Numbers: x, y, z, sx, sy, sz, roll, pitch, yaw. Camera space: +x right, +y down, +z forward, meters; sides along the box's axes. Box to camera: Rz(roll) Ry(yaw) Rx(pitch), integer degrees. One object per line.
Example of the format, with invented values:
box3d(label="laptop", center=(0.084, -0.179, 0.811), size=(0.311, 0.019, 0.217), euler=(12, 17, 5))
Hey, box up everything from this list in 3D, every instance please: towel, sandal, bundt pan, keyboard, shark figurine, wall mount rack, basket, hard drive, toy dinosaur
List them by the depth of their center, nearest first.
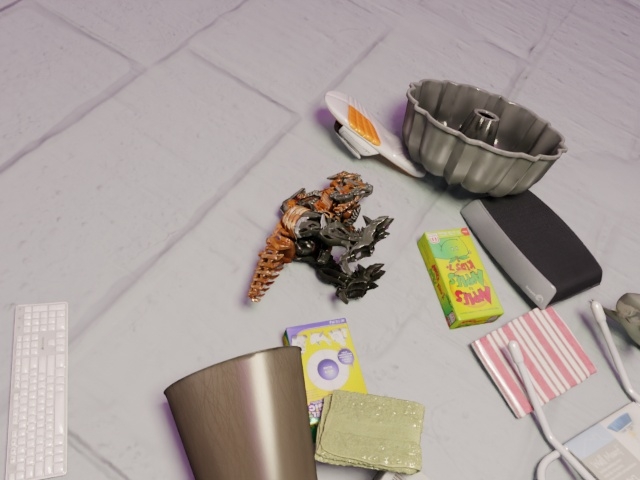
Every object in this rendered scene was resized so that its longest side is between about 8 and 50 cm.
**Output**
box3d(label="basket", center=(-0.090, 0.281, 0.701), size=(0.204, 0.154, 0.227), euler=(-23, 67, 12))
box3d(label="towel", center=(0.068, 0.263, 0.740), size=(0.148, 0.027, 0.110), euler=(2, 44, 14))
box3d(label="keyboard", center=(-0.399, 0.205, 0.760), size=(0.072, 0.014, 0.256), euler=(-6, 60, -16))
box3d(label="wall mount rack", center=(0.468, 0.269, 0.851), size=(0.350, 0.130, 0.304), euler=(-17, 43, -24))
box3d(label="shark figurine", center=(0.564, 0.109, 0.912), size=(0.116, 0.278, 0.166), euler=(-44, 57, 6))
box3d(label="towel", center=(0.371, 0.205, 0.930), size=(0.197, 0.029, 0.144), euler=(-20, 67, -23))
box3d(label="toy dinosaur", center=(0.000, 0.000, 0.933), size=(0.218, 0.164, 0.322), euler=(30, 74, 24))
box3d(label="hard drive", center=(0.411, 0.000, 1.038), size=(0.172, 0.054, 0.254), euler=(-17, 56, -23))
box3d(label="bundt pan", center=(0.310, -0.201, 1.081), size=(0.331, 0.124, 0.331), euler=(13, 36, -9))
box3d(label="sandal", center=(0.100, -0.198, 1.101), size=(0.265, 0.076, 0.102), euler=(36, 39, -13))

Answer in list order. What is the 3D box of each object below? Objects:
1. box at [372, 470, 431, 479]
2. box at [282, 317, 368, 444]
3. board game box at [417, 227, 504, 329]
box3d(label="box", center=(0.108, 0.370, 0.725), size=(0.102, 0.087, 0.101), euler=(37, 56, 11))
box3d(label="box", center=(0.011, 0.216, 0.830), size=(0.105, 0.043, 0.179), euler=(-8, 62, -17))
box3d(label="board game box", center=(0.254, 0.066, 0.981), size=(0.092, 0.043, 0.181), euler=(-6, 59, -17))
